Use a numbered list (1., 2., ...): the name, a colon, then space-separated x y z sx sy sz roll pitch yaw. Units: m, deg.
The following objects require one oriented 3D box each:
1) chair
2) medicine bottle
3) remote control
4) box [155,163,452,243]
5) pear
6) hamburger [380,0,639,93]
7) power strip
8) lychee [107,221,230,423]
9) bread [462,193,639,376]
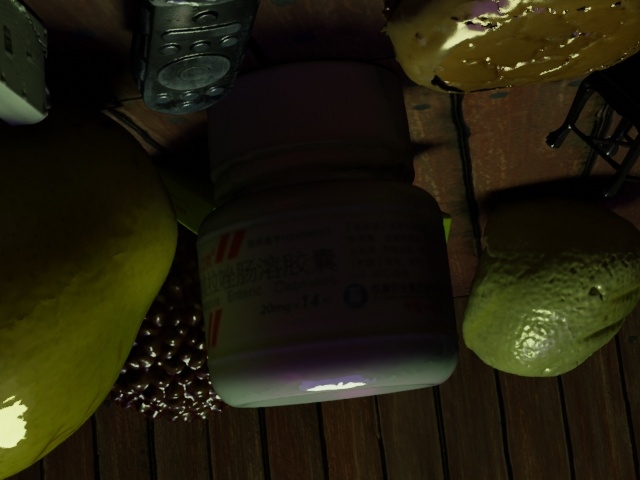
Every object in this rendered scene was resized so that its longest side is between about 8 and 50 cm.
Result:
1. chair: 0.345 -0.153 1.021 0.106 0.113 0.229 2 129 -38
2. medicine bottle: 0.000 0.000 1.006 0.241 0.302 0.241 -6 169 -1
3. remote control: -0.092 -0.168 0.741 0.090 0.066 0.266 -17 169 -17
4. box: -0.026 -0.043 1.248 0.335 0.047 0.187 1 -163 -34
5. pear: -0.332 0.038 0.912 0.418 0.362 0.362 -32 174 -10
6. hamburger: 0.140 -0.175 0.706 0.213 0.108 0.214 -11 169 -2
7. power strip: -0.233 -0.141 0.717 0.035 0.081 0.192 -6 170 5
8. lychee: -0.208 0.105 1.482 0.306 0.330 0.306 -12 140 -10
9. bread: 0.369 0.076 1.635 0.237 0.321 0.320 24 -172 33
